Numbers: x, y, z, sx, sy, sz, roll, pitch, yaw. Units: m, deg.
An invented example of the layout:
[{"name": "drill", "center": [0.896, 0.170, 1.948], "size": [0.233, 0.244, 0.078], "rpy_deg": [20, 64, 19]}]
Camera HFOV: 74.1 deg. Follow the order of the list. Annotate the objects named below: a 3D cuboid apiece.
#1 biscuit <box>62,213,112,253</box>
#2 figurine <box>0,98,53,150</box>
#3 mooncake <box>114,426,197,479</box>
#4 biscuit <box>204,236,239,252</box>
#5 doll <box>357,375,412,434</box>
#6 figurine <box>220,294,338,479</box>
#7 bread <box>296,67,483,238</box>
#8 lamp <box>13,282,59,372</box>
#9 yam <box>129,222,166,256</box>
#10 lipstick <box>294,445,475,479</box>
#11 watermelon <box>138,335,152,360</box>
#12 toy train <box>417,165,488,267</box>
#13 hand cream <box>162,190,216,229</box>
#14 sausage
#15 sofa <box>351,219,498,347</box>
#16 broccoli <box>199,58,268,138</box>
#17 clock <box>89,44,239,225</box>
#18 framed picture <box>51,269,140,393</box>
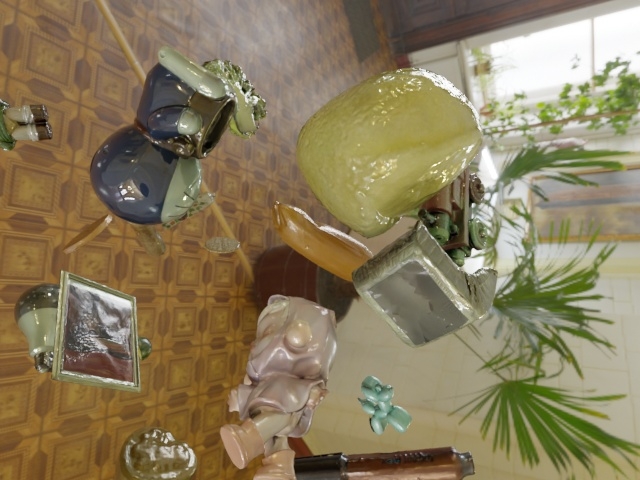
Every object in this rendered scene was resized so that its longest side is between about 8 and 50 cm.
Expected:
[{"name": "biscuit", "center": [-0.897, -0.026, 1.646], "size": [0.221, 0.141, 0.029], "rpy_deg": [-52, 124, -32]}, {"name": "figurine", "center": [-0.990, -0.331, 1.217], "size": [0.369, 0.167, 0.281], "rpy_deg": [-7, 115, -19]}, {"name": "mooncake", "center": [-0.502, 0.673, 1.272], "size": [0.234, 0.234, 0.117], "rpy_deg": [5, 113, -59]}, {"name": "biscuit", "center": [-0.330, 0.015, 1.424], "size": [0.120, 0.120, 0.015], "rpy_deg": [-33, 135, -55]}, {"name": "doll", "center": [0.161, 0.430, 1.110], "size": [0.159, 0.159, 0.059], "rpy_deg": [50, 49, 5]}, {"name": "figurine", "center": [-0.049, 0.194, 0.608], "size": [0.133, 0.200, 0.276], "rpy_deg": [27, 43, -10]}, {"name": "bread", "center": [0.114, -0.162, 0.737], "size": [0.237, 0.320, 0.320], "rpy_deg": [53, 34, 4]}, {"name": "lamp", "center": [-0.888, 0.289, 1.398], "size": [0.182, 0.182, 0.314], "rpy_deg": [10, 49, -58]}, {"name": "yam", "center": [-0.506, -0.023, 1.232], "size": [0.300, 0.066, 0.066], "rpy_deg": [112, -10, -68]}, {"name": "lipstick", "center": [0.101, 0.477, 0.879], "size": [0.077, 0.418, 0.077], "rpy_deg": [-9, 90, -81]}, {"name": "watermelon", "center": [-0.744, 0.448, 1.785], "size": [0.062, 0.105, 0.106], "rpy_deg": [-18, 106, -25]}, {"name": "toy train", "center": [0.316, -0.092, 1.069], "size": [0.221, 0.150, 0.305], "rpy_deg": [33, 55, -38]}, {"name": "hand cream", "center": [-0.360, -0.085, 1.158], "size": [0.165, 0.037, 0.057], "rpy_deg": [-34, 154, -11]}, {"name": "sausage", "center": [-0.003, 0.004, 1.156], "size": [0.354, 0.134, 0.116], "rpy_deg": [31, 88, -32]}, {"name": "sofa", "center": [0.217, 0.080, 0.885], "size": [0.225, 0.210, 0.176], "rpy_deg": [46, 39, 0]}, {"name": "broccoli", "center": [-0.292, -0.382, 1.261], "size": [0.242, 0.180, 0.273], "rpy_deg": [-2, 69, -50]}, {"name": "clock", "center": [-0.219, -0.135, 0.606], "size": [0.243, 0.146, 0.199], "rpy_deg": [-56, -169, 10]}, {"name": "framed picture", "center": [-0.508, 0.210, 0.984], "size": [0.216, 0.016, 0.273], "rpy_deg": [40, 22, -51]}]
